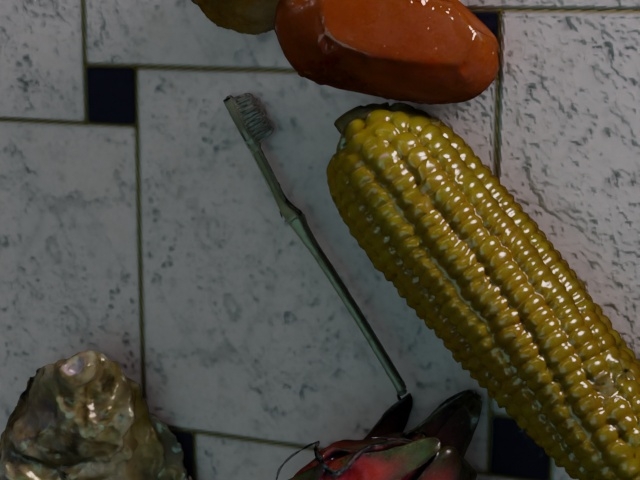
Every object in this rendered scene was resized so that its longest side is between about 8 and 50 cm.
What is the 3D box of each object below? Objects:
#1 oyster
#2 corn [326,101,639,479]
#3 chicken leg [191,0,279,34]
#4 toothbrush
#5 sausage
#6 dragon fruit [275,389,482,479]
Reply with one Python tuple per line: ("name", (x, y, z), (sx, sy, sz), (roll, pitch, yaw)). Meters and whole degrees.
("oyster", (-0.224, 0.261, 1.235), (0.237, 0.115, 0.351), (14, 105, 20))
("corn", (0.133, 0.041, 1.039), (0.120, 0.120, 0.363), (-41, 81, 24))
("chicken leg", (0.010, -0.227, 1.055), (0.251, 0.107, 0.087), (-12, 78, 17))
("toothbrush", (-0.005, 0.003, 1.131), (0.028, 0.026, 0.294), (-29, 83, 13))
("sausage", (0.053, -0.151, 1.031), (0.179, 0.089, 0.089), (7, 104, -4))
("dragon fruit", (0.051, 0.240, 1.084), (0.192, 0.193, 0.274), (43, 115, 43))
